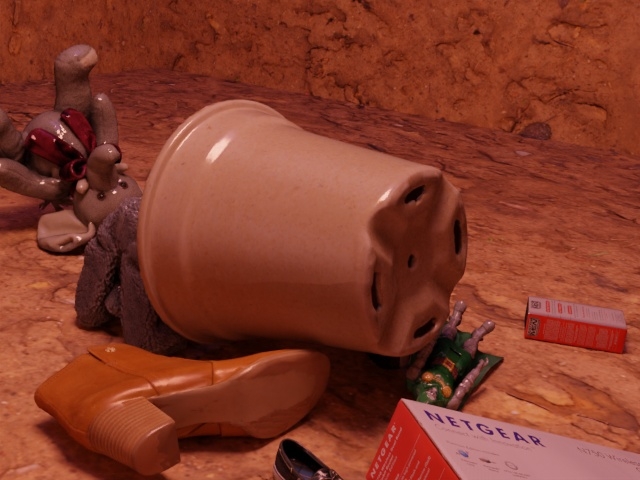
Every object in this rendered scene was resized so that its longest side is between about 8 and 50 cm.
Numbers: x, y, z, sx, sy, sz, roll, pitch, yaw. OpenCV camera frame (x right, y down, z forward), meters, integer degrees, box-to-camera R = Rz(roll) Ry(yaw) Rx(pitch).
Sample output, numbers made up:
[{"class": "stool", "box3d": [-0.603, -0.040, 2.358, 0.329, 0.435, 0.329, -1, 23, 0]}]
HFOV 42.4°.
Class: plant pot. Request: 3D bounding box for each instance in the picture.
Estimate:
[{"class": "plant pot", "box3d": [0.000, 0.000, 1.027, 0.305, 0.334, 0.333, 11, 20, 38]}]

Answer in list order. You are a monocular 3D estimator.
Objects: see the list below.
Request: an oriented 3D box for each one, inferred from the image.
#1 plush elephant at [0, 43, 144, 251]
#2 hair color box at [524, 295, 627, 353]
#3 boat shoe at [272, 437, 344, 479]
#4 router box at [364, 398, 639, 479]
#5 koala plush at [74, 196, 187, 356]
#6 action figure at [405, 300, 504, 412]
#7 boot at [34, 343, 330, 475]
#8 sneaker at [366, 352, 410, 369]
[{"class": "plush elephant", "box3d": [-0.422, -0.125, 1.468, 0.255, 0.330, 0.272, 30, 51, 24]}, {"class": "hair color box", "box3d": [0.378, 0.124, 1.233, 0.141, 0.043, 0.072, 9, 20, 12]}, {"class": "boat shoe", "box3d": [0.000, 0.246, 0.822, 0.049, 0.040, 0.142, -13, 25, -39]}, {"class": "router box", "box3d": [0.237, 0.259, 0.619, 0.335, 0.082, 0.301, 17, 14, -23]}, {"class": "koala plush", "box3d": [-0.199, 0.041, 1.175, 0.196, 0.203, 0.221, 21, 14, 39]}, {"class": "action figure", "box3d": [0.164, 0.157, 1.061, 0.137, 0.063, 0.232, 33, 31, 8]}, {"class": "boot", "box3d": [-0.155, 0.158, 0.950, 0.295, 0.104, 0.211, -15, 25, -41]}, {"class": "sneaker", "box3d": [0.095, 0.109, 1.164, 0.081, 0.080, 0.211, 1, 24, -12]}]
